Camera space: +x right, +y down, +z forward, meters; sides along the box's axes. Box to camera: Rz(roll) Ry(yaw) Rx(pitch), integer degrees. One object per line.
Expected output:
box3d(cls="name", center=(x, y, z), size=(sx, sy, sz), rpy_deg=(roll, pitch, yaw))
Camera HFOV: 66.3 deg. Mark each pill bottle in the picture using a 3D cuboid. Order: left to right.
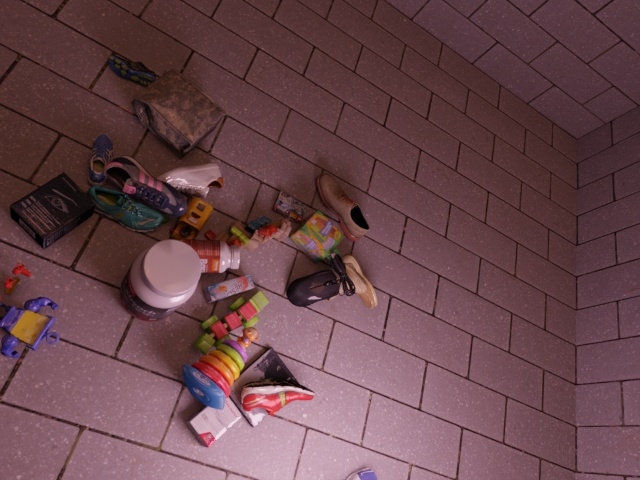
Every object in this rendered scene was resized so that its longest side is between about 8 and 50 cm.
box3d(cls="pill bottle", center=(-0.521, 0.132, 1.596), size=(0.210, 0.363, 0.210), rpy_deg=(11, 66, -26))
box3d(cls="pill bottle", center=(-0.408, 0.058, 1.790), size=(0.216, 0.121, 0.121), rpy_deg=(2, 70, -15))

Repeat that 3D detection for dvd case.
box3d(cls="dvd case", center=(-0.216, 0.539, 1.816), size=(0.239, 0.029, 0.179), rpy_deg=(-37, 92, -34))

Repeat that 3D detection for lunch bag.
box3d(cls="lunch bag", center=(-0.568, -0.511, 1.938), size=(0.287, 0.169, 0.235), rpy_deg=(45, 56, -13))

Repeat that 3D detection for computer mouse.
box3d(cls="computer mouse", center=(-0.009, 0.177, 1.978), size=(0.272, 0.072, 0.188), rpy_deg=(-23, 81, -4))

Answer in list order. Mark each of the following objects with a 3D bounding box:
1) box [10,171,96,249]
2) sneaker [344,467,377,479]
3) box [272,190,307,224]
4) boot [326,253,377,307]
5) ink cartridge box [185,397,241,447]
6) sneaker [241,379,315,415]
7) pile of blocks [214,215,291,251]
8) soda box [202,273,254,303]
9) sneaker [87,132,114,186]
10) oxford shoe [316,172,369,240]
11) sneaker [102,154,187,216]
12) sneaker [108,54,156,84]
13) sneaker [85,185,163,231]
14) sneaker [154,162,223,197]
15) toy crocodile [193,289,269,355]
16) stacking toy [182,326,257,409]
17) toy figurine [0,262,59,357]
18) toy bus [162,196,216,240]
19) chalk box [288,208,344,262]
box3d(cls="box", center=(-0.885, -0.100, 1.631), size=(0.153, 0.108, 0.207), rpy_deg=(48, 55, -5))
box3d(cls="sneaker", center=(0.106, 0.949, 1.751), size=(0.316, 0.182, 0.127), rpy_deg=(-17, 82, -34))
box3d(cls="box", center=(-0.133, -0.141, 2.128), size=(0.137, 0.027, 0.093), rpy_deg=(29, 58, -17))
box3d(cls="boot", center=(0.113, 0.213, 2.095), size=(0.203, 0.095, 0.262), rpy_deg=(-34, 97, -30))
box3d(cls="ink cartridge box", center=(-0.365, 0.613, 1.681), size=(0.150, 0.063, 0.109), rpy_deg=(-36, 91, -35))
box3d(cls="sneaker", center=(-0.157, 0.574, 1.779), size=(0.279, 0.107, 0.118), rpy_deg=(8, 87, -24))
box3d(cls="pile of blocks", center=(-0.264, -0.037, 1.962), size=(0.362, 0.113, 0.148), rpy_deg=(-25, 85, -35))
box3d(cls="soda box", center=(-0.346, 0.183, 1.859), size=(0.183, 0.063, 0.058), rpy_deg=(-16, 80, -34))
box3d(cls="sneaker", center=(-0.792, -0.300, 1.778), size=(0.080, 0.081, 0.211), rpy_deg=(7, 67, -26))
box3d(cls="oxford shoe", center=(0.112, -0.170, 2.218), size=(0.123, 0.130, 0.348), rpy_deg=(-35, 91, -35))
box3d(cls="sneaker", center=(-0.632, -0.177, 1.753), size=(0.319, 0.112, 0.131), rpy_deg=(34, 29, 2))
box3d(cls="sneaker", center=(-0.755, -0.688, 1.970), size=(0.188, 0.067, 0.078), rpy_deg=(20, 42, -21))
box3d(cls="sneaker", center=(-0.696, -0.113, 1.744), size=(0.275, 0.110, 0.107), rpy_deg=(23, 64, -22))
box3d(cls="sneaker", center=(-0.505, -0.217, 1.896), size=(0.290, 0.106, 0.123), rpy_deg=(-19, 83, -33))
box3d(cls="toy crocodile", center=(-0.322, 0.296, 1.803), size=(0.341, 0.105, 0.115), rpy_deg=(-33, 90, -35))
box3d(cls="stacking toy", center=(-0.315, 0.408, 1.686), size=(0.175, 0.165, 0.302), rpy_deg=(32, 52, 14))
box3d(cls="toy figurine", center=(-0.891, 0.270, 1.445), size=(0.217, 0.191, 0.362), rpy_deg=(34, 59, -21))
box3d(cls="toy bus", center=(-0.490, -0.066, 1.847), size=(0.191, 0.104, 0.202), rpy_deg=(-15, 79, -33))
box3d(cls="chalk box", center=(0.000, 0.000, 2.087), size=(0.213, 0.132, 0.132), rpy_deg=(44, 57, -8))
